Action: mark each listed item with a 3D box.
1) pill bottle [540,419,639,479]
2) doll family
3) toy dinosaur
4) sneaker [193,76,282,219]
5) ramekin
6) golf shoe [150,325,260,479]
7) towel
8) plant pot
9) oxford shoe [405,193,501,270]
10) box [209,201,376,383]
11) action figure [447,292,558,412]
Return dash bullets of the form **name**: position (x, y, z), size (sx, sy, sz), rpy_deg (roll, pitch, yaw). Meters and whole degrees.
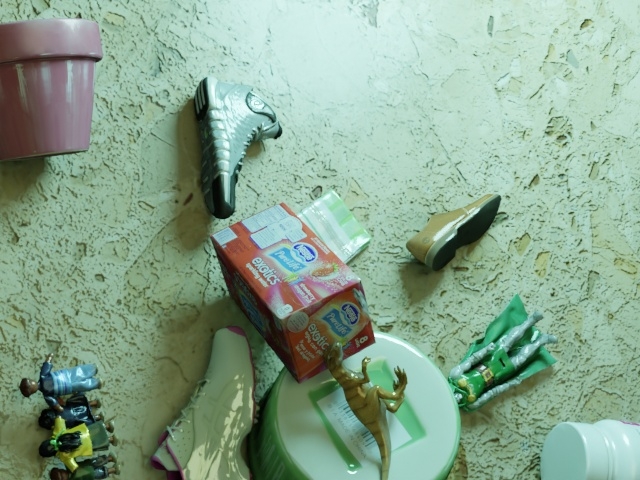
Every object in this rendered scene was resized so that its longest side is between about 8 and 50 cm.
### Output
- **pill bottle**: position (0.510, 0.375, 1.838), size (0.283, 0.160, 0.160), rpy_deg (10, 72, -21)
- **doll family**: position (-0.344, 0.248, 1.551), size (0.111, 0.076, 0.193), rpy_deg (-9, 60, -26)
- **toy dinosaur**: position (0.071, 0.229, 1.539), size (0.112, 0.064, 0.211), rpy_deg (-28, 88, -21)
- **sneaker**: position (-0.116, -0.144, 1.758), size (0.132, 0.086, 0.229), rpy_deg (0, 75, -26)
- **ramekin**: position (0.054, 0.275, 1.626), size (0.303, 0.148, 0.303), rpy_deg (5, 59, -8)
- **golf shoe**: position (-0.163, 0.266, 1.609), size (0.140, 0.115, 0.306), rpy_deg (9, 71, -17)
- **towel**: position (0.000, 0.000, 1.800), size (0.152, 0.023, 0.113), rpy_deg (-39, 94, -27)
- **plant pot**: position (-0.401, -0.207, 1.602), size (0.201, 0.201, 0.180), rpy_deg (-9, 94, -25)
- **oxford shoe**: position (0.223, -0.030, 1.883), size (0.076, 0.076, 0.212), rpy_deg (31, 45, 31)
- **box**: position (-0.042, 0.068, 1.616), size (0.128, 0.257, 0.123), rpy_deg (-26, 126, -15)
- **action figure**: position (0.282, 0.204, 1.846), size (0.232, 0.063, 0.137), rpy_deg (-35, 94, -24)
